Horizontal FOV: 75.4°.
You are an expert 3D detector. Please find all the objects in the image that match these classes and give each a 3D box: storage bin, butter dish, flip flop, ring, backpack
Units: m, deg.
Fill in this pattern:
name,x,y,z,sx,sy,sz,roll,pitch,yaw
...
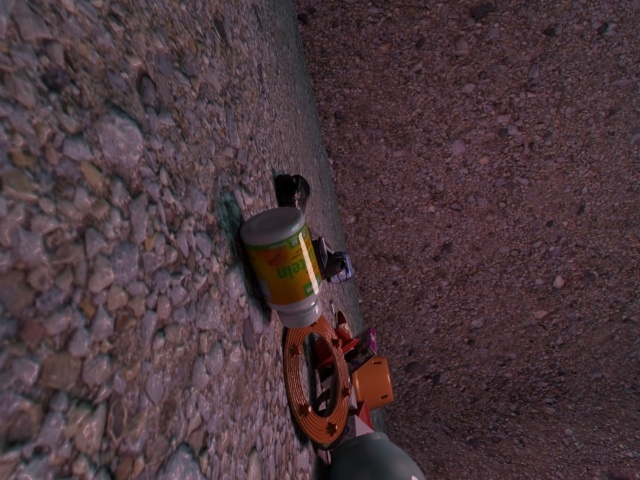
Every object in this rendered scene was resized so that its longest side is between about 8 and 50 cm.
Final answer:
name,x,y,z,sx,sy,sz,roll,pitch,yaw
storage bin,-0.033,0.038,1.370,0.135,0.090,0.099,-77,155,-73
butter dish,0.034,0.333,1.344,0.118,0.160,0.160,54,-1,19
flip flop,0.029,0.472,1.205,0.112,0.079,0.277,61,29,-32
ring,0.006,0.350,1.096,0.336,0.032,0.337,47,33,-45
backpack,0.084,0.130,1.993,0.173,0.116,0.159,16,62,-78

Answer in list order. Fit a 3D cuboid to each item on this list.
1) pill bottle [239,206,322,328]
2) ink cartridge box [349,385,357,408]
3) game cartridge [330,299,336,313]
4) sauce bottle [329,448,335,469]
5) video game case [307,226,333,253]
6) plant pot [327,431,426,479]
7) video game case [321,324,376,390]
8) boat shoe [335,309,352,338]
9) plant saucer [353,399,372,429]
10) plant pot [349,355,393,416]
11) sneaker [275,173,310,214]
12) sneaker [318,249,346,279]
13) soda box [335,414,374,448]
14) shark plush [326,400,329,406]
name,x,y,z,sx,sy,sz,roll,pitch,yaw
pill bottle,-0.072,0.064,0.892,0.136,0.136,0.246,-87,164,-61
ink cartridge box,0.112,0.640,1.702,0.122,0.052,0.089,68,13,-58
game cartridge,0.059,0.305,1.926,0.083,0.017,0.056,-17,92,-82
sauce bottle,0.048,0.687,1.225,0.042,0.042,0.128,49,28,-74
video game case,0.000,0.000,1.665,0.122,0.011,0.087,40,9,-25
plant pot,0.137,0.651,1.122,0.293,0.292,0.196,70,-1,-49
video game case,0.103,0.403,1.440,0.042,0.210,0.232,49,9,0
boat shoe,0.103,0.406,1.953,0.059,0.062,0.170,63,8,-54
plant saucer,0.166,0.835,1.700,0.259,0.047,0.259,-29,108,-71
plant pot,0.225,0.660,1.929,0.291,0.203,0.292,-10,90,-82
sneaker,-0.085,-0.178,1.324,0.228,0.087,0.131,-81,165,-54
sneaker,0.043,0.096,1.701,0.286,0.130,0.109,-76,152,-74
soda box,0.159,0.730,1.451,0.286,0.091,0.098,50,22,-30
shark plush,0.036,0.534,1.416,0.161,0.073,0.067,-114,-150,-50
